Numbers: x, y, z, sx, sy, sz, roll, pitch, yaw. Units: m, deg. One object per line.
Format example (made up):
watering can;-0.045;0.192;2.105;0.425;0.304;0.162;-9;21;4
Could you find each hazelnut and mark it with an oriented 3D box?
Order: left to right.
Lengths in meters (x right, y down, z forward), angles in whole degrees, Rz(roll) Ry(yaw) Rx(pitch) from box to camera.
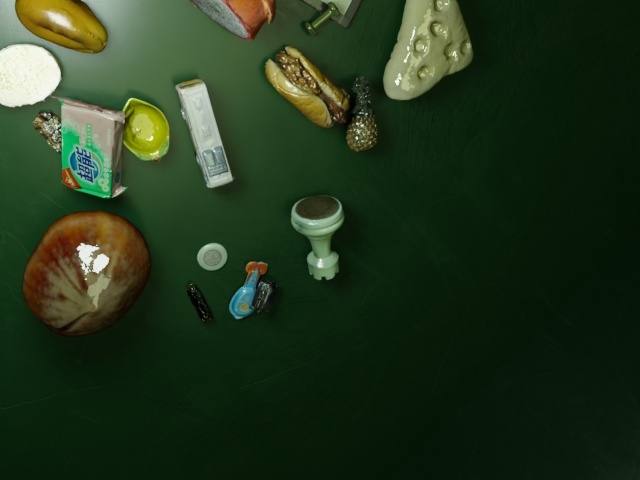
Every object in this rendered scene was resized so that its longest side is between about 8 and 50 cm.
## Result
hazelnut;-0.728;0.104;1.706;0.359;0.359;0.410;29;92;-31

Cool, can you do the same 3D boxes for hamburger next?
hamburger;-0.040;-0.497;1.780;0.282;0.245;0.155;44;101;11

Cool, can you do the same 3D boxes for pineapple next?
pineapple;0.143;-0.443;1.908;0.125;0.125;0.252;-13;120;-16

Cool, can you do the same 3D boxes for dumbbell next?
dumbbell;0.005;-0.707;1.747;0.117;0.046;0.052;-37;134;13

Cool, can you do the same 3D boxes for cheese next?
cheese;-0.277;0.192;2.096;0.106;0.037;0.256;13;107;-29
cheese;0.336;-0.683;1.858;0.350;0.129;0.329;-31;124;-8

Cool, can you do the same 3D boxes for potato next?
potato;-0.825;-0.457;1.527;0.200;0.081;0.164;-32;114;-8

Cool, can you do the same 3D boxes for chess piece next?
chess piece;0.000;0.000;2.039;0.194;0.195;0.299;-17;129;-14

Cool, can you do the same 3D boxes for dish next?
dish;-0.545;-0.345;1.694;0.148;0.080;0.208;-20;119;-11

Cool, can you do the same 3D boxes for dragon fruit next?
dragon fruit;-0.233;-0.732;1.521;0.305;0.305;0.226;36;90;-32

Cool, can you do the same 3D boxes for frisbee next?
frisbee;-0.394;0.060;1.994;0.110;0.014;0.110;-9;118;-17

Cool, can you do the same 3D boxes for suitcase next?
suitcase;-0.213;0.213;2.094;0.086;0.059;0.126;12;100;-66

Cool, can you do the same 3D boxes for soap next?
soap;-0.679;-0.277;1.623;0.217;0.098;0.274;17;120;1

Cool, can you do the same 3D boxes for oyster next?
oyster;-0.794;-0.323;1.633;0.086;0.029;0.132;-43;122;2

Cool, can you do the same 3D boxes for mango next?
mango;-0.692;-0.588;1.467;0.235;0.166;0.136;21;110;-28

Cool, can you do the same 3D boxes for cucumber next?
cucumber;-0.451;0.232;2.037;0.053;0.053;0.182;-24;119;-10

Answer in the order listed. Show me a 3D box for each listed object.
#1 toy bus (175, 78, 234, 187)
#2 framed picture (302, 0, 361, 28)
toy bus;-0.363;-0.334;1.740;0.097;0.138;0.343;-20;119;-15
framed picture;0.010;-0.865;1.703;0.346;0.016;0.265;21;106;-30
